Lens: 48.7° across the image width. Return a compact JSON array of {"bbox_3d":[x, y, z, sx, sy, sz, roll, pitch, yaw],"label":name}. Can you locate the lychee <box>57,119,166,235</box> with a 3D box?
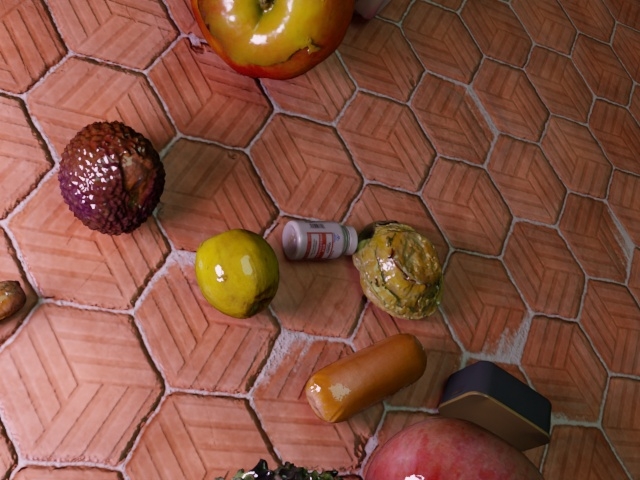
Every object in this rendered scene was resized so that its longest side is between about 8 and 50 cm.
[{"bbox_3d":[-0.363,-0.113,1.207,0.188,0.188,0.188,13,61,-25],"label":"lychee"}]

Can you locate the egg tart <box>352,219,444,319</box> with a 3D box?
[{"bbox_3d":[0.177,0.051,1.485,0.241,0.106,0.241,16,55,-25],"label":"egg tart"}]

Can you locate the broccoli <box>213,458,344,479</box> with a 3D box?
[{"bbox_3d":[-0.035,0.513,1.046,0.281,0.294,0.347,39,54,-57],"label":"broccoli"}]

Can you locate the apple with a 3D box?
[{"bbox_3d":[0.240,0.453,1.197,0.344,0.345,0.269,49,34,-1],"label":"apple"}]

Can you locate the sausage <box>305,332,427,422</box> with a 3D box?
[{"bbox_3d":[0.092,0.255,1.335,0.274,0.105,0.105,-19,77,-36],"label":"sausage"}]

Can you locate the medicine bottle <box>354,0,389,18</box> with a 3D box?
[{"bbox_3d":[0.050,-0.752,1.733,0.388,0.219,0.219,42,53,-6],"label":"medicine bottle"}]

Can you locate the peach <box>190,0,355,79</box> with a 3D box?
[{"bbox_3d":[-0.094,-0.511,1.474,0.370,0.370,0.370,13,61,-25],"label":"peach"}]

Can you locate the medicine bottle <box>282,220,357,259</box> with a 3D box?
[{"bbox_3d":[0.000,0.000,1.419,0.140,0.079,0.079,1,67,-30],"label":"medicine bottle"}]

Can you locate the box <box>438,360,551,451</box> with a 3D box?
[{"bbox_3d":[0.354,0.334,1.422,0.201,0.144,0.090,33,51,-11],"label":"box"}]

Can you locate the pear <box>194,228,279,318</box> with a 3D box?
[{"bbox_3d":[-0.147,0.057,1.264,0.149,0.149,0.162,-20,74,-36],"label":"pear"}]

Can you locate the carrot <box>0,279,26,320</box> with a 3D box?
[{"bbox_3d":[-0.536,0.116,1.064,0.186,0.060,0.060,-28,83,-31],"label":"carrot"}]
